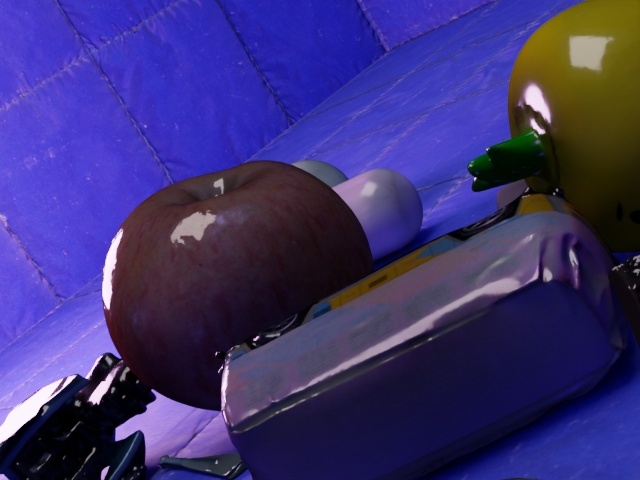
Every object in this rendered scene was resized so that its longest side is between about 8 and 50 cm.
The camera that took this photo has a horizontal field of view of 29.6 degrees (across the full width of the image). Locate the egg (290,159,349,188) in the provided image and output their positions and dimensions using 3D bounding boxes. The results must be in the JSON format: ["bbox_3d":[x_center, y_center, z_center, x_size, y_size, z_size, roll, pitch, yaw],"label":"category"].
[{"bbox_3d":[-0.015,-0.062,2.055,0.149,0.149,0.192,-35,19,-12],"label":"egg"}]

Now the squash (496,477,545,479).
[{"bbox_3d":[0.089,0.259,0.823,0.252,0.049,0.252,-28,13,7],"label":"squash"}]

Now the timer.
[{"bbox_3d":[0.266,-0.104,1.204,0.285,0.285,0.285,-30,12,7],"label":"timer"}]

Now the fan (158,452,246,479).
[{"bbox_3d":[-0.142,0.262,1.420,0.038,0.016,0.193,-43,17,-32],"label":"fan"}]

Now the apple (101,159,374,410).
[{"bbox_3d":[-0.099,0.039,1.462,0.344,0.270,0.345,0,34,0],"label":"apple"}]

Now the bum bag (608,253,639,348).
[{"bbox_3d":[0.325,0.040,0.986,0.159,0.109,0.026,-24,-26,16],"label":"bum bag"}]

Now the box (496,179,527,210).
[{"bbox_3d":[0.270,-0.029,1.463,0.103,0.055,0.244,-29,12,13],"label":"box"}]

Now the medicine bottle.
[{"bbox_3d":[0.000,0.000,1.830,0.340,0.130,0.130,-24,14,29],"label":"medicine bottle"}]

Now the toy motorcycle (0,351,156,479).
[{"bbox_3d":[-0.344,0.293,1.508,0.232,0.172,0.416,-29,21,51],"label":"toy motorcycle"}]

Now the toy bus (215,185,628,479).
[{"bbox_3d":[0.099,0.114,1.100,0.386,0.171,0.162,-29,23,12],"label":"toy bus"}]
